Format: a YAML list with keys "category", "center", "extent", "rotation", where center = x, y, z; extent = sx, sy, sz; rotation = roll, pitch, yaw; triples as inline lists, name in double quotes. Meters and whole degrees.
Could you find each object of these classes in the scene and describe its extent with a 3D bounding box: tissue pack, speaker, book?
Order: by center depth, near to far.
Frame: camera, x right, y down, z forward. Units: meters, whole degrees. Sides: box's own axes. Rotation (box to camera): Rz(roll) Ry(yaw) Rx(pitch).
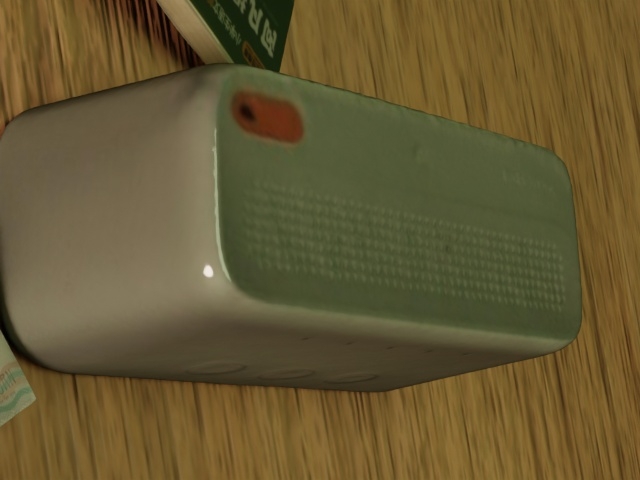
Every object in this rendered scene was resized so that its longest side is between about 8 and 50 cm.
- category: "tissue pack"
  center: [-0.211, 0.061, 0.814]
  extent: [0.056, 0.023, 0.108]
  rotation: [-40, 110, -46]
- category: "speaker"
  center: [0.000, 0.000, 0.947]
  extent: [0.406, 0.184, 0.183]
  rotation: [9, 74, -48]
- category: "book"
  center: [-0.060, -0.254, 1.019]
  extent: [0.202, 0.027, 0.264]
  rotation: [53, 42, -55]
